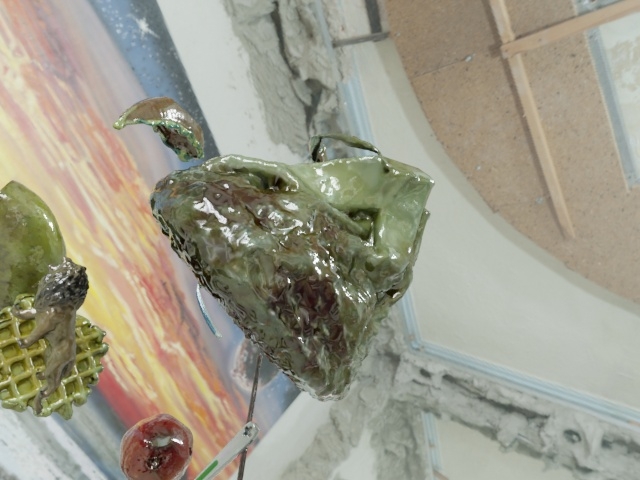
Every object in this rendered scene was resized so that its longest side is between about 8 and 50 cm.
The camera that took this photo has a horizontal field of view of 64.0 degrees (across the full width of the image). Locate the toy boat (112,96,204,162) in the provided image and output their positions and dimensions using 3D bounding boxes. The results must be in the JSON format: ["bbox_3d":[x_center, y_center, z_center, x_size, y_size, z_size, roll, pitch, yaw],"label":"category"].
[{"bbox_3d":[-0.302,-0.222,0.996,0.109,0.099,0.293,25,0,8],"label":"toy boat"}]

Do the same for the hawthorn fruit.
[{"bbox_3d":[-0.399,0.523,1.255,0.185,0.185,0.202,49,-20,-2],"label":"hawthorn fruit"}]

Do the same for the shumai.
[{"bbox_3d":[0.000,0.000,0.740,0.395,0.348,0.395,52,-9,12],"label":"shumai"}]

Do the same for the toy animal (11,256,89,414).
[{"bbox_3d":[-0.367,0.131,0.681,0.069,0.086,0.219,26,-75,57],"label":"toy animal"}]

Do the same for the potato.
[{"bbox_3d":[-0.528,0.041,0.872,0.141,0.176,0.298,-131,-127,-66],"label":"potato"}]

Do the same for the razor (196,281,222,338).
[{"bbox_3d":[-0.340,0.209,1.535,0.191,0.037,0.068,66,-23,19],"label":"razor"}]

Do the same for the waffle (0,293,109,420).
[{"bbox_3d":[-0.414,0.175,0.770,0.036,0.169,0.183,-22,-51,40],"label":"waffle"}]

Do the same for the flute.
[{"bbox_3d":[-0.153,0.382,1.114,0.014,0.269,0.014,7,-17,2],"label":"flute"}]

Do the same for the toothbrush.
[{"bbox_3d":[-0.269,0.483,0.942,0.040,0.418,0.042,43,2,-46],"label":"toothbrush"}]
